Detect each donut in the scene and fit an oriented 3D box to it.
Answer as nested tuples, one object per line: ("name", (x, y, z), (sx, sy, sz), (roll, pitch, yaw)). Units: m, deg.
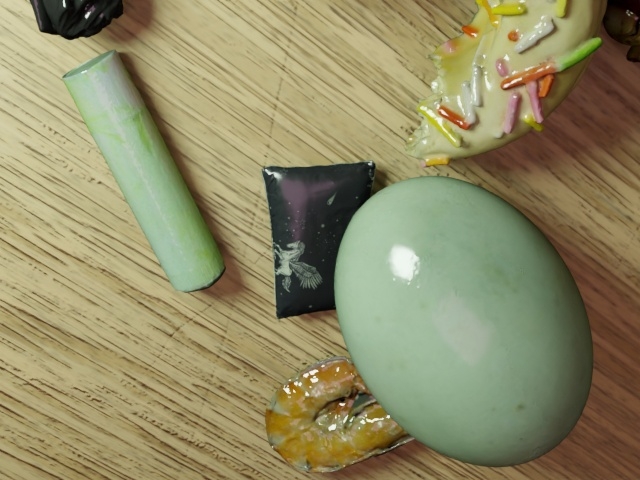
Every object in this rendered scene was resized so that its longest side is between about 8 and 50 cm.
("donut", (0.145, -0.259, 0.933), (0.307, 0.150, 0.371), (-27, 113, 24))

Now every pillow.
("pillow", (0.000, 0.000, 1.114), (0.141, 0.055, 0.208), (-5, 115, -9))

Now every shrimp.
("shrimp", (0.072, 0.221, 1.217), (0.316, 0.062, 0.164), (-18, 111, 7))

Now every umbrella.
("umbrella", (-0.315, -0.371, 0.912), (0.118, 0.118, 0.340), (-27, 105, 8))

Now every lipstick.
("lipstick", (-0.206, -0.073, 1.058), (0.076, 0.076, 0.304), (-22, 114, 6))

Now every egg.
("egg", (0.170, 0.099, 1.049), (0.276, 0.276, 0.389), (-30, 115, 9))

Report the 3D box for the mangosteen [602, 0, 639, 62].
("mangosteen", (0.387, -0.282, 0.961), (0.199, 0.200, 0.200), (-1, 114, -3))
